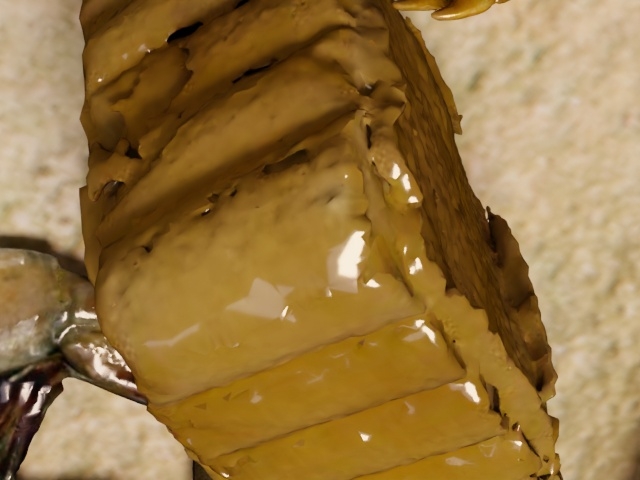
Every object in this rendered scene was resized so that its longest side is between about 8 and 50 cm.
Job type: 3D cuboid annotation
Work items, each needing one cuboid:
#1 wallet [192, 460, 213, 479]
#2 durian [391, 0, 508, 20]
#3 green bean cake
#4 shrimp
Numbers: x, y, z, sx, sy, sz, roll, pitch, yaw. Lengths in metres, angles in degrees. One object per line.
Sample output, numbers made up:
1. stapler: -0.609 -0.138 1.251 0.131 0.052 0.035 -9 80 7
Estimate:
1. wallet: -0.016 0.133 0.747 0.110 0.031 0.198 -3 123 -9
2. durian: 0.071 -0.199 0.449 0.154 0.260 0.186 -9 116 39
3. green bean cake: 0.000 0.000 0.540 0.131 0.224 0.229 -23 134 11
4. shrimp: -0.104 0.129 0.689 0.365 0.071 0.233 19 115 -8
